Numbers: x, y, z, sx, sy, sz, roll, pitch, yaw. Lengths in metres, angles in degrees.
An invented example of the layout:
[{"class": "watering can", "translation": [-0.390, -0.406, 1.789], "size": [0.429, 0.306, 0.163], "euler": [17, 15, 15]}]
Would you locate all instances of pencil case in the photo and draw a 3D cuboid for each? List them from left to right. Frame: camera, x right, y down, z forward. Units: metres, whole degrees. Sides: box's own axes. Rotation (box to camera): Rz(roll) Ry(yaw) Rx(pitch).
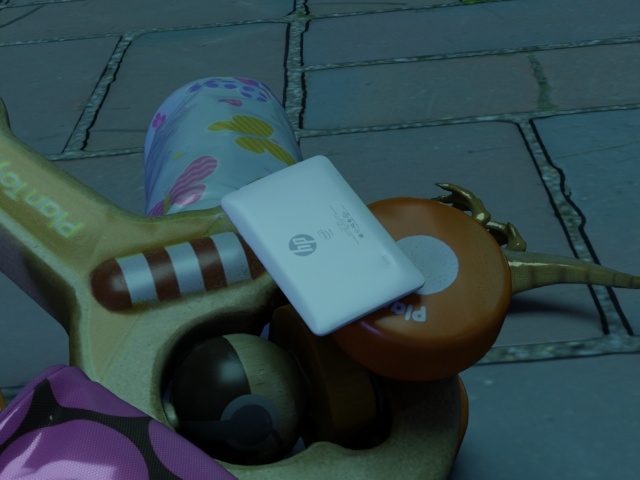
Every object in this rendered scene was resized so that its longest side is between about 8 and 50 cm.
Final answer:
[{"class": "pencil case", "translation": [-0.038, 0.133, 0.425], "size": [0.209, 0.095, 0.098], "euler": [32, 53, 18]}, {"class": "pencil case", "translation": [-0.062, -0.014, 0.806], "size": [0.113, 0.124, 0.273], "euler": [20, 22, -14]}]

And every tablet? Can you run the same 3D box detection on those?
[{"class": "tablet", "translation": [0.000, 0.000, 0.527], "size": [0.054, 0.006, 0.083], "euler": [-25, 55, -20]}]

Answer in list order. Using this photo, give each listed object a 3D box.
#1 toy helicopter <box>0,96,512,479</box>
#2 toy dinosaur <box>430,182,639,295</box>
[{"class": "toy helicopter", "translation": [-0.103, 0.034, 0.583], "size": [0.355, 0.140, 0.235], "euler": [35, 57, 19]}, {"class": "toy dinosaur", "translation": [0.105, 0.019, 0.781], "size": [0.211, 0.064, 0.112], "euler": [-8, 41, 17]}]
